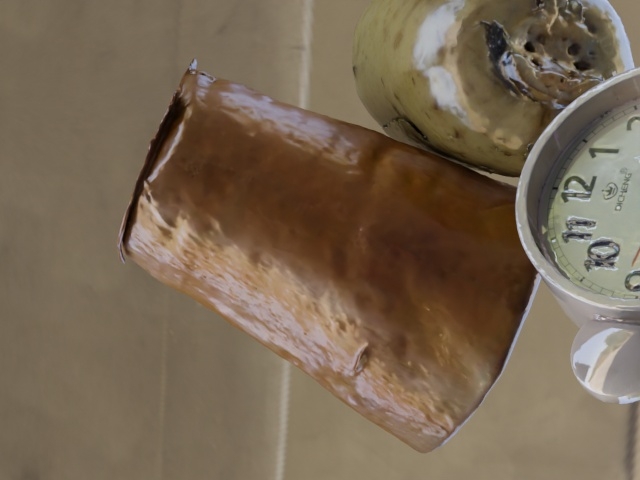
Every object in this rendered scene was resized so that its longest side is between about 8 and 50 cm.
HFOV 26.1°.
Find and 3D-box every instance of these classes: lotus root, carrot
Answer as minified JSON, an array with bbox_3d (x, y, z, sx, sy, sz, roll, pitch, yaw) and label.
[{"bbox_3d":[0.108,-0.119,0.932,0.160,0.284,0.146,37,-95,-13],"label":"lotus root"},{"bbox_3d":[0.000,0.000,0.901,0.254,0.196,0.196,26,-91,-4],"label":"carrot"}]

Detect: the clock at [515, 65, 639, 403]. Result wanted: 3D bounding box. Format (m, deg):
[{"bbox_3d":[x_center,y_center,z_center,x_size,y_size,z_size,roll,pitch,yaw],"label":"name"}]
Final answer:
[{"bbox_3d":[0.182,-0.016,0.704,0.063,0.155,0.229,49,-127,-48],"label":"clock"}]
